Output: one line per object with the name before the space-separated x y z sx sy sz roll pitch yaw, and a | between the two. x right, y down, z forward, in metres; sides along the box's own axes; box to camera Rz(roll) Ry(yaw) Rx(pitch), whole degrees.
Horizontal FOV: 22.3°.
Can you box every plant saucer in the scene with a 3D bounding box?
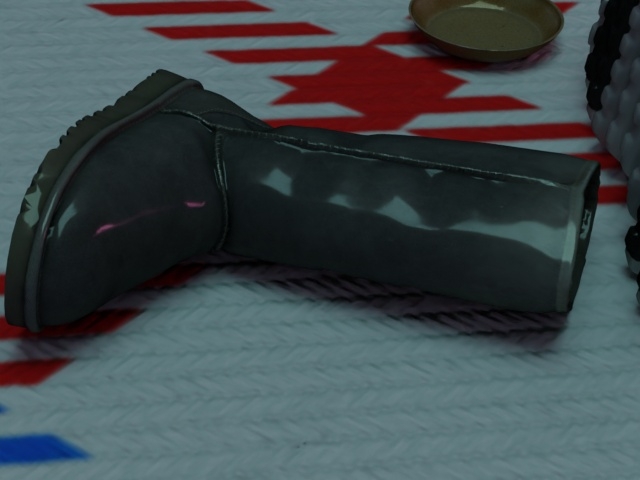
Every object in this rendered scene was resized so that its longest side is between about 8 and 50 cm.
plant saucer | 0.088 -0.116 0.873 0.083 0.015 0.083 2 35 -1

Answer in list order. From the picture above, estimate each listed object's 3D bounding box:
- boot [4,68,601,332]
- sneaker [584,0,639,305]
boot | 0.000 -0.001 0.661 0.208 0.076 0.190 20 39 11
sneaker | 0.193 -0.064 0.741 0.118 0.110 0.292 8 42 -7
